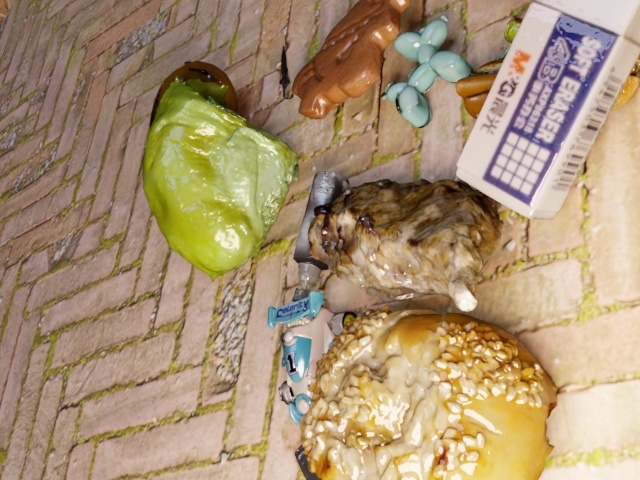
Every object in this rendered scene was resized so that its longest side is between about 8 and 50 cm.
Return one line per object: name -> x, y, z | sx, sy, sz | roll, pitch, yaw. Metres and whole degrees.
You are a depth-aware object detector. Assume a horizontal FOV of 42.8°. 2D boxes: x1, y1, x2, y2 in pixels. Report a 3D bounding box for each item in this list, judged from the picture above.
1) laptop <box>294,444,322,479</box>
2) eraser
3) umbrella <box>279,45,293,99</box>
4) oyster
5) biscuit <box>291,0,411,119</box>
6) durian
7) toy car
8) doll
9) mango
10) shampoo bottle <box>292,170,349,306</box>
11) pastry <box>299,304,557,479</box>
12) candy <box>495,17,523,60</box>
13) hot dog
laptop -> 0.054, 0.296, 1.026 | 0.154, 0.026, 0.207 | -48, 41, 14
eraser -> 0.277, -0.174, 0.966 | 0.124, 0.081, 0.279 | 36, 112, 35
umbrella -> -0.069, -0.315, 1.525 | 0.022, 0.022, 0.148 | -6, 52, -5
oyster -> 0.124, -0.025, 1.052 | 0.204, 0.111, 0.396 | -46, 29, -15
biscuit -> 0.057, -0.333, 1.345 | 0.306, 0.043, 0.284 | -58, 23, -8
durian -> -0.179, -0.111, 1.365 | 0.256, 0.204, 0.339 | 15, 78, 21
toy car -> -0.023, 0.160, 1.123 | 0.126, 0.098, 0.161 | -22, 43, 39
doll -> 0.156, -0.264, 1.233 | 0.159, 0.059, 0.158 | -52, 41, 11
mango -> -0.238, -0.218, 1.548 | 0.156, 0.151, 0.248 | 3, 73, 2
shampoo bottle -> -0.001, 0.000, 1.238 | 0.064, 0.057, 0.207 | 0, 69, 35
pastry -> 0.102, 0.187, 0.922 | 0.311, 0.162, 0.255 | 5, 59, 42
candy -> 0.256, -0.259, 1.157 | 0.035, 0.035, 0.123 | 44, 110, 37
hot dog -> 0.288, -0.205, 1.056 | 0.250, 0.068, 0.100 | -1, 65, 44
